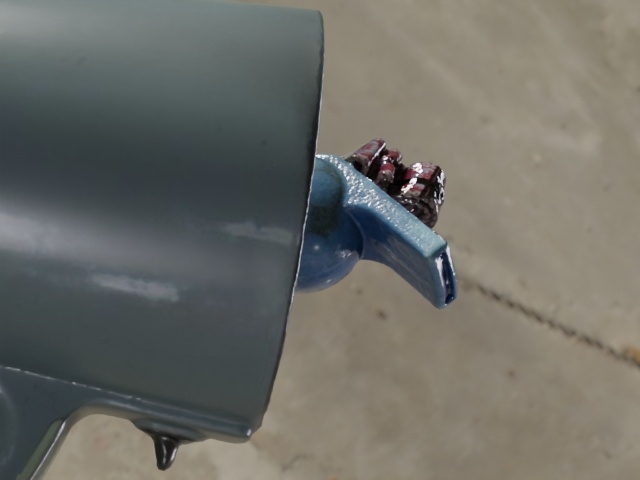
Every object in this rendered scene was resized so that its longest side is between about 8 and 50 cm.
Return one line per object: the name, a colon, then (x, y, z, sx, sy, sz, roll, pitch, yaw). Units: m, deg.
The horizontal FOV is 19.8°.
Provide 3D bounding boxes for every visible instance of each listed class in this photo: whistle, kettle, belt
whistle: (0.000, 0.000, 1.081, 0.090, 0.090, 0.158, -3, 34, -43)
kettle: (-0.133, 0.003, 0.665, 0.243, 0.160, 0.210, 7, 81, -7)
belt: (-0.023, -0.030, 1.375, 0.053, 0.232, 0.071, -60, 138, -59)
